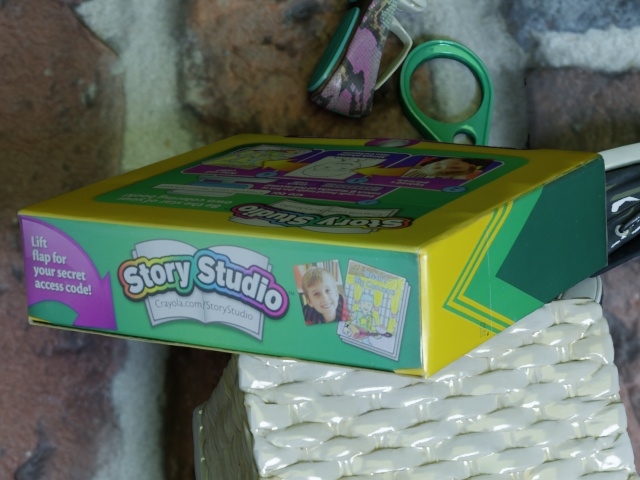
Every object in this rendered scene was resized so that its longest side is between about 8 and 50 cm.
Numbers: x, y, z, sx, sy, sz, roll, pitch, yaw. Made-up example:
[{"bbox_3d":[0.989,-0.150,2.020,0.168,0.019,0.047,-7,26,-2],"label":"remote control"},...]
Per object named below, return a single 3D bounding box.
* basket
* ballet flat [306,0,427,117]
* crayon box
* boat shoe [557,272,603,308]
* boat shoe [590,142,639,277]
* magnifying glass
[{"bbox_3d":[0.087,0.242,1.507,0.331,0.266,0.328,-6,71,-13],"label":"basket"},{"bbox_3d":[0.057,-0.215,1.769,0.079,0.077,0.221,26,73,-19],"label":"ballet flat"},{"bbox_3d":[0.000,0.000,1.477,0.313,0.363,0.106,-26,116,-54],"label":"crayon box"},{"bbox_3d":[0.239,0.085,1.705,0.038,0.046,0.125,48,44,-36],"label":"boat shoe"},{"bbox_3d":[0.378,-0.043,1.718,0.340,0.127,0.113,-12,64,-10],"label":"boat shoe"},{"bbox_3d":[0.138,-0.085,1.755,0.092,0.026,0.231,-13,74,-13],"label":"magnifying glass"}]
